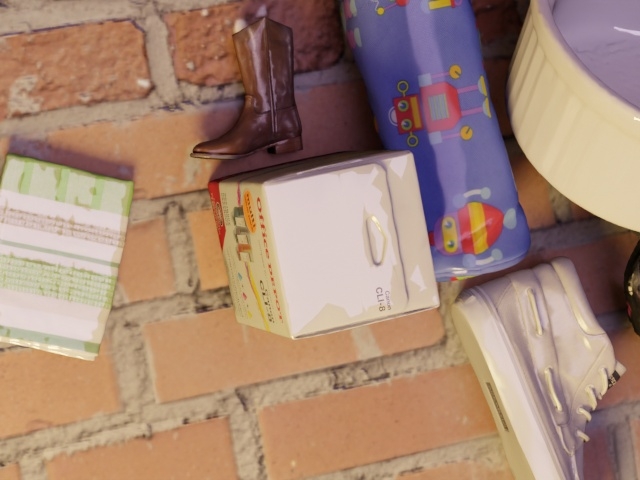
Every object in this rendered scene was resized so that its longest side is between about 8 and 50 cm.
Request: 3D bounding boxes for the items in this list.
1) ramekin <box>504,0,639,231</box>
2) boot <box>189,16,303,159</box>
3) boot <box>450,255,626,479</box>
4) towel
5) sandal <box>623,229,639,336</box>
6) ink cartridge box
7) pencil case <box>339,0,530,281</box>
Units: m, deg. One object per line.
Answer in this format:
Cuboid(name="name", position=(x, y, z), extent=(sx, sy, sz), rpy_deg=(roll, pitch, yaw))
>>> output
Cuboid(name="ramekin", position=(0.287, -0.132, 1.442), extent=(0.277, 0.135, 0.277), rpy_deg=(10, 48, -11))
Cuboid(name="boot", position=(-0.066, -0.126, 1.441), extent=(0.106, 0.037, 0.114), rpy_deg=(-10, 98, -30))
Cuboid(name="boot", position=(0.216, 0.144, 1.508), extent=(0.123, 0.095, 0.258), rpy_deg=(-23, 97, -9))
Cuboid(name="towel", position=(-0.219, 0.014, 1.409), extent=(0.113, 0.023, 0.152), rpy_deg=(14, 85, -20))
Cuboid(name="sandal", position=(0.383, 0.104, 1.534), extent=(0.446, 0.167, 0.107), rpy_deg=(39, 98, -15))
Cuboid(name="ink cartridge box", position=(0.000, 0.000, 1.393), extent=(0.127, 0.176, 0.128), rpy_deg=(-13, 95, -17))
Cuboid(name="pencil case", position=(0.090, -0.112, 1.449), extent=(0.119, 0.133, 0.306), rpy_deg=(-12, 95, 3))
